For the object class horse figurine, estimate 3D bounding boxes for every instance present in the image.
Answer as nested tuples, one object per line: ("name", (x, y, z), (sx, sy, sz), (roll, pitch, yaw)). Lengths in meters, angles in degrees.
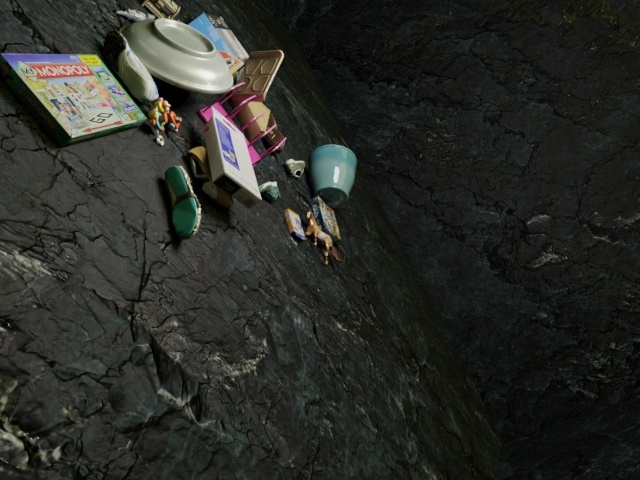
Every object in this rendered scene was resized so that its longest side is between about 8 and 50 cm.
("horse figurine", (0.000, 0.000, 1.902), (0.263, 0.066, 0.175), (46, 30, -26))

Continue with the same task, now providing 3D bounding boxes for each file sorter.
("file sorter", (-0.301, -0.459, 1.675), (0.291, 0.182, 0.202), (52, 22, -17))

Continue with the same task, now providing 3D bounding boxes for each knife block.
("knife block", (-0.350, -0.612, 1.895), (0.242, 0.088, 0.276), (36, 37, -30))

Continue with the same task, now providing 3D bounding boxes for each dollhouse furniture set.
("dollhouse furniture set", (-0.628, -0.969, 1.737), (0.182, 0.101, 0.161), (39, 29, -42))

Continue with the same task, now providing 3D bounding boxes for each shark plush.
("shark plush", (-0.659, -0.794, 1.504), (0.161, 0.073, 0.067), (-7, 98, -72))

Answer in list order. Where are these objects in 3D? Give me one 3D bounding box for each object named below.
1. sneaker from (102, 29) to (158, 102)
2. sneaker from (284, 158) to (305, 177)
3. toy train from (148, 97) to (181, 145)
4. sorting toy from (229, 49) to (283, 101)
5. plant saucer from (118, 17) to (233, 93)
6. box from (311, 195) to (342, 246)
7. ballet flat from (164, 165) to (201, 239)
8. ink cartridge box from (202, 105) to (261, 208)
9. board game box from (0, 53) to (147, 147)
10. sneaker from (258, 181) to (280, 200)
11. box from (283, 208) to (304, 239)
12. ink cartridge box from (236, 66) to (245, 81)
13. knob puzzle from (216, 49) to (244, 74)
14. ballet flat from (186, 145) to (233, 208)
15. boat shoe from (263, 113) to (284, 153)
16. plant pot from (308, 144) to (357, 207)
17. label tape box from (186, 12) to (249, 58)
("sneaker", (-0.584, -0.530, 1.282), (0.237, 0.085, 0.086), (59, 5, -2))
("sneaker", (-0.121, -0.360, 2.129), (0.086, 0.064, 0.192), (68, 22, 3))
("toy train", (-0.476, -0.374, 1.301), (0.166, 0.046, 0.125), (-89, 167, -49))
("sorting toy", (-0.303, -0.702, 1.797), (0.041, 0.307, 0.229), (29, 80, -52))
("plant saucer", (-0.482, -0.668, 1.452), (0.400, 0.101, 0.401), (23, 36, -18))
("box", (0.031, -0.101, 2.134), (0.159, 0.044, 0.233), (38, 29, -43))
("ballet flat", (-0.376, -0.103, 1.170), (0.077, 0.091, 0.241), (67, 5, -67))
("ink cartridge box", (-0.308, -0.290, 1.421), (0.175, 0.069, 0.371), (38, 27, -48))
("board game box", (-0.604, -0.362, 1.049), (0.214, 0.046, 0.317), (54, 21, -15))
("sneaker", (-0.207, -0.196, 1.707), (0.076, 0.065, 0.166), (63, 22, -1))
("box", (-0.111, -0.064, 1.790), (0.081, 0.028, 0.136), (31, 37, -52))
("ink cartridge box", (-0.349, -0.849, 2.150), (0.090, 0.143, 0.092), (31, 34, -51))
("knob puzzle", (-0.455, -0.763, 1.781), (0.030, 0.213, 0.213), (101, -29, -61))
("ballet flat", (-0.367, -0.198, 1.355), (0.073, 0.080, 0.232), (-22, 78, -41))
("boat shoe", (-0.252, -0.527, 2.046), (0.095, 0.095, 0.258), (88, -21, -59))
("plant pot", (0.062, -0.326, 2.236), (0.271, 0.271, 0.255), (39, 42, -42))
("label tape box", (-0.496, -0.951, 2.008), (0.241, 0.105, 0.334), (53, 21, -15))
